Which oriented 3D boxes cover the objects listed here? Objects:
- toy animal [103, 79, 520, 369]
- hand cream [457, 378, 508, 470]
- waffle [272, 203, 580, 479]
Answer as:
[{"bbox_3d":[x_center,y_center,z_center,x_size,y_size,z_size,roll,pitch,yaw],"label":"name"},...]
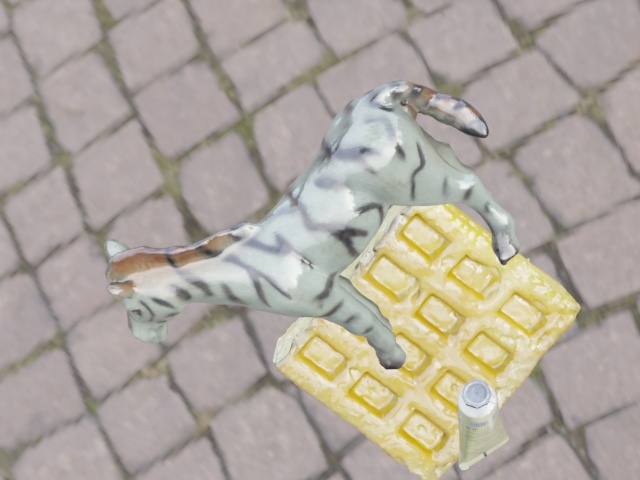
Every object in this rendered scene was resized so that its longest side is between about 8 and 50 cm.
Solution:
[{"bbox_3d":[0.006,0.014,1.134,0.255,0.170,0.090,-35,33,-3],"label":"toy animal"},{"bbox_3d":[0.091,0.106,1.038,0.035,0.102,0.022,-33,65,-8],"label":"hand cream"},{"bbox_3d":[0.109,0.093,1.849,0.248,0.221,0.055,-50,15,6],"label":"waffle"}]
